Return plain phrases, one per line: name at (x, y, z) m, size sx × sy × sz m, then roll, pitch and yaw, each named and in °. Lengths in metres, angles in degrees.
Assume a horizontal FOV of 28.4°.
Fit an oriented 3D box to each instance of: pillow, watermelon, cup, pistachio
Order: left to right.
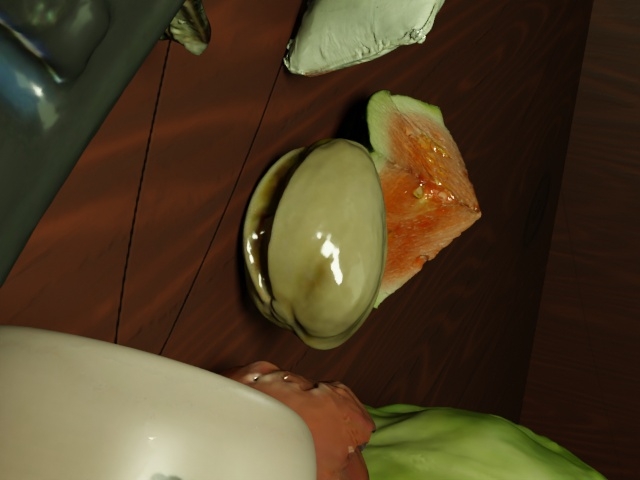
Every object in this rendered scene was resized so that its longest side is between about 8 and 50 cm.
cup at (-0.125, 0.140, 0.504) m, size 0.253 × 0.191 × 0.200 m, roll 27°, pitch 70°, yaw -40°
pistachio at (0.000, 0.000, 0.899) m, size 0.113 × 0.113 × 0.149 m, roll 42°, pitch 63°, yaw -72°
watermelon at (0.048, -0.049, 1.068) m, size 0.145 × 0.137 × 0.193 m, roll 23°, pitch 77°, yaw -38°
pillow at (0.055, -0.217, 0.907) m, size 0.051 × 0.128 × 0.229 m, roll 43°, pitch 57°, yaw -37°

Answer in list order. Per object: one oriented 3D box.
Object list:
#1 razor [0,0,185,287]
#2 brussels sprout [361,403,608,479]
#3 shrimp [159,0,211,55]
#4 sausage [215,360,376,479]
razor at (-0.129, -0.060, 0.361) m, size 0.327 × 0.107 × 0.189 m, roll -63°, pitch 152°, yaw -14°
brussels sprout at (0.112, 0.314, 1.056) m, size 0.425 × 0.361 × 0.342 m, roll 30°, pitch 70°, yaw -72°
shrimp at (-0.122, -0.098, 0.521) m, size 0.173 × 0.058 × 0.253 m, roll -67°, pitch 159°, yaw -7°
sausage at (-0.050, 0.211, 0.819) m, size 0.152 × 0.152 × 0.280 m, roll 65°, pitch 41°, yaw -65°
